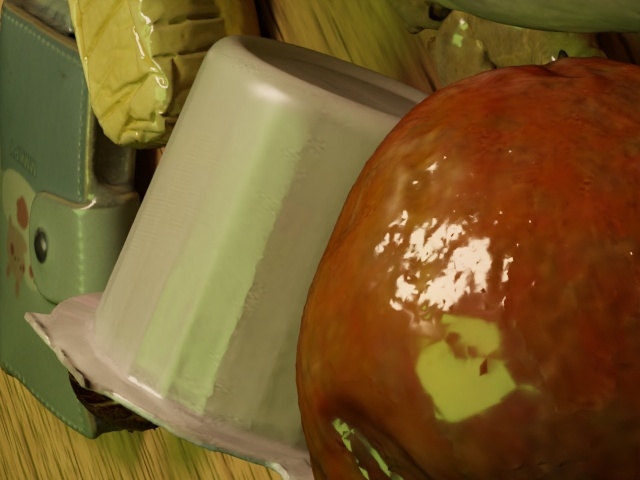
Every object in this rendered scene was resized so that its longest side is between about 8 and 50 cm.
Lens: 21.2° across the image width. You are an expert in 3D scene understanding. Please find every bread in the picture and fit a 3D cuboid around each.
[{"bbox_3d":[-0.117,-0.182,1.247,0.140,0.106,0.236,-24,76,55],"label":"bread"}]

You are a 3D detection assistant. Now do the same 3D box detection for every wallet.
[{"bbox_3d":[-0.223,-0.020,1.472,0.252,0.083,0.360,33,124,57],"label":"wallet"}]

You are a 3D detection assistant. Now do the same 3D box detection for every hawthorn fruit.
[{"bbox_3d":[0.115,0.032,0.794,0.277,0.277,0.298,-46,38,50],"label":"hawthorn fruit"}]

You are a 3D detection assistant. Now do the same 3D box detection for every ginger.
[{"bbox_3d":[0.105,-0.119,0.966,0.258,0.065,0.149,61,154,18],"label":"ginger"}]

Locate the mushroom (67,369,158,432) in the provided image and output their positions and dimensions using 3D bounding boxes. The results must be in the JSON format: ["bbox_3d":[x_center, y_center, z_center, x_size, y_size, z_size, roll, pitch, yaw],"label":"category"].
[{"bbox_3d":[-0.138,0.093,1.340,0.085,0.109,0.126,33,139,45],"label":"mushroom"}]

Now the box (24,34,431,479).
[{"bbox_3d":[0.000,0.000,1.035,0.262,0.291,0.206,25,105,12],"label":"box"}]

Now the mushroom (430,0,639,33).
[{"bbox_3d":[0.154,-0.132,0.781,0.351,0.097,0.109,24,135,34],"label":"mushroom"}]
